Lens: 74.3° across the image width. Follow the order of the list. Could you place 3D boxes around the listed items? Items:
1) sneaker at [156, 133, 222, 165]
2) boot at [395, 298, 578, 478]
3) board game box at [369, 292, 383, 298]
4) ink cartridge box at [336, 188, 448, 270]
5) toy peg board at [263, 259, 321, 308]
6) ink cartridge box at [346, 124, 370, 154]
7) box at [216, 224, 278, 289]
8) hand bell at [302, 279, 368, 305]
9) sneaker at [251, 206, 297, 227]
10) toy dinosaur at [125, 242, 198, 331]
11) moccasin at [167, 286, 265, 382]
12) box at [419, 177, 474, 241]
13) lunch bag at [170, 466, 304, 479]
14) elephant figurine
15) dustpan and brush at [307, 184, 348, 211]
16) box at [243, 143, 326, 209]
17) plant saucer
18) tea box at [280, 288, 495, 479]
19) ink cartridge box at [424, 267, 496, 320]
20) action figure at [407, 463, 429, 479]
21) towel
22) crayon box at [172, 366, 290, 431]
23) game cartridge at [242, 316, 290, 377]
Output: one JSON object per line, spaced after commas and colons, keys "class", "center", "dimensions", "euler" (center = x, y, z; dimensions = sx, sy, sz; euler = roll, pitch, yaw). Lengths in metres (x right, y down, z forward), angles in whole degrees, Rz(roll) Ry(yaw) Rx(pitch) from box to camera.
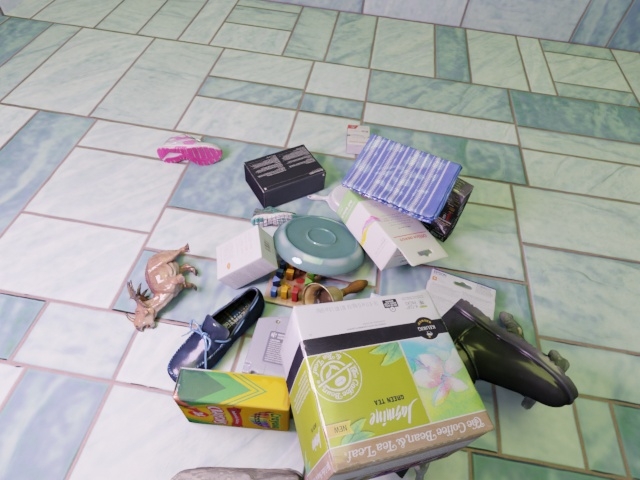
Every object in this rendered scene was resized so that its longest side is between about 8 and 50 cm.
{"class": "sneaker", "center": [-0.518, -0.376, 1.697], "dimensions": [0.253, 0.103, 0.111], "euler": [5, 53, -2]}
{"class": "boot", "center": [0.327, 0.402, 1.043], "dimensions": [0.445, 0.146, 0.367], "euler": [-38, 46, -15]}
{"class": "board game box", "center": [0.203, 0.274, 1.282], "dimensions": [0.160, 0.039, 0.211], "euler": [16, 51, 8]}
{"class": "ink cartridge box", "center": [0.237, -0.025, 1.429], "dimensions": [0.207, 0.119, 0.353], "euler": [-9, 52, -38]}
{"class": "toy peg board", "center": [-0.085, 0.126, 1.350], "dimensions": [0.161, 0.079, 0.161], "euler": [12, 51, 4]}
{"class": "ink cartridge box", "center": [0.162, -0.435, 1.828], "dimensions": [0.099, 0.056, 0.135], "euler": [6, 51, 0]}
{"class": "box", "center": [-0.235, 0.055, 1.339], "dimensions": [0.171, 0.091, 0.130], "euler": [-26, 51, 18]}
{"class": "hand bell", "center": [0.070, 0.160, 1.311], "dimensions": [0.126, 0.126, 0.242], "euler": [42, 36, 25]}
{"class": "sneaker", "center": [-0.168, -0.095, 1.531], "dimensions": [0.167, 0.065, 0.076], "euler": [-2, 48, -8]}
{"class": "toy dinosaur", "center": [-0.497, 0.113, 1.306], "dimensions": [0.201, 0.127, 0.295], "euler": [-10, 47, -4]}
{"class": "moccasin", "center": [-0.303, 0.250, 1.209], "dimensions": [0.138, 0.116, 0.342], "euler": [30, 55, 18]}
{"class": "box", "center": [0.359, -0.165, 1.513], "dimensions": [0.307, 0.242, 0.076], "euler": [34, 57, 21]}
{"class": "lunch bag", "center": [-0.176, 0.577, 0.873], "dimensions": [0.305, 0.256, 0.212], "euler": [3, 51, -1]}
{"class": "elephant figurine", "center": [0.559, 0.330, 1.217], "dimensions": [0.239, 0.186, 0.169], "euler": [41, 102, 37]}
{"class": "dustpan and brush", "center": [0.057, -0.161, 1.612], "dimensions": [0.211, 0.060, 0.147], "euler": [10, 64, -5]}
{"class": "box", "center": [-0.137, -0.248, 1.627], "dimensions": [0.261, 0.103, 0.184], "euler": [-22, 53, -21]}
{"class": "plant saucer", "center": [0.000, 0.000, 1.418], "dimensions": [0.318, 0.043, 0.317], "euler": [9, 33, -6]}
{"class": "tea box", "center": [0.114, 0.308, 0.901], "dimensions": [0.329, 0.220, 0.323], "euler": [-6, 53, -19]}
{"class": "ink cartridge box", "center": [0.434, 0.215, 1.343], "dimensions": [0.223, 0.045, 0.224], "euler": [19, 52, 10]}
{"class": "action figure", "center": [0.220, 0.656, 0.909], "dimensions": [0.370, 0.275, 0.248], "euler": [24, 46, 35]}
{"class": "towel", "center": [0.266, -0.214, 1.389], "dimensions": [0.336, 0.040, 0.243], "euler": [25, 70, 18]}
{"class": "crayon box", "center": [-0.181, 0.400, 1.047], "dimensions": [0.319, 0.202, 0.081], "euler": [5, 52, 0]}
{"class": "game cartridge", "center": [-0.056, 0.321, 1.216], "dimensions": [0.295, 0.060, 0.196], "euler": [11, 55, 4]}
